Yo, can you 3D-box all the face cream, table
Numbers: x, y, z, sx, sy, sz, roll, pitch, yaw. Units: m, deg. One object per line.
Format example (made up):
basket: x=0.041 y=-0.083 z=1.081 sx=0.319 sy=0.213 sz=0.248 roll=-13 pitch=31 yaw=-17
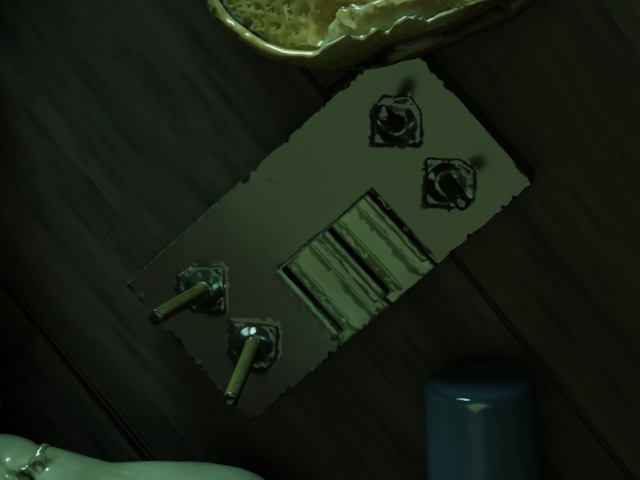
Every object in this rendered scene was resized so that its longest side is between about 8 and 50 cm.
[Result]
face cream: x=0.112 y=0.268 z=1.090 sx=0.136 sy=0.086 sz=0.385 roll=-1 pitch=106 yaw=13
table: x=0.000 y=0.000 z=1.036 sx=0.240 sy=0.111 sz=0.121 roll=-42 pitch=93 yaw=15

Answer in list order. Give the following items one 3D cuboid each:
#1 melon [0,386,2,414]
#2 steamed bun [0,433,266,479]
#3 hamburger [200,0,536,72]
melon: x=-0.302 y=0.105 z=1.112 sx=0.169 sy=0.129 sz=0.265 roll=14 pitch=112 yaw=-20
steamed bun: x=-0.184 y=0.302 z=1.024 sx=0.368 sy=0.255 sz=0.342 roll=12 pitch=110 yaw=-11
hamburger: x=0.012 y=-0.221 z=0.964 sx=0.286 sy=0.146 sz=0.243 roll=28 pitch=99 yaw=9
